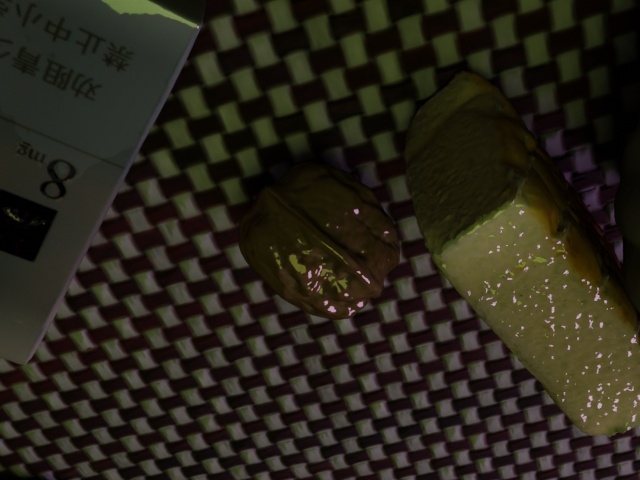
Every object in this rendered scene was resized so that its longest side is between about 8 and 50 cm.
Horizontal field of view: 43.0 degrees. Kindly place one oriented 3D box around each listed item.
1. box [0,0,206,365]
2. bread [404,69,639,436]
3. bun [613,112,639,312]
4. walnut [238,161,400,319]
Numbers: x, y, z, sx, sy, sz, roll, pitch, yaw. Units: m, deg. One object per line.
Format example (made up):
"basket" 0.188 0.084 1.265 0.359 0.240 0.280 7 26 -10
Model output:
"box" -0.177 -0.056 0.415 0.155 0.067 0.243 26 121 -19
"bread" 0.121 0.010 0.445 0.068 0.125 0.188 -31 122 20
"bun" 0.242 -0.013 0.420 0.263 0.175 0.263 0 91 -23
"walnut" 0.000 0.000 0.463 0.079 0.082 0.096 -48 118 -4
